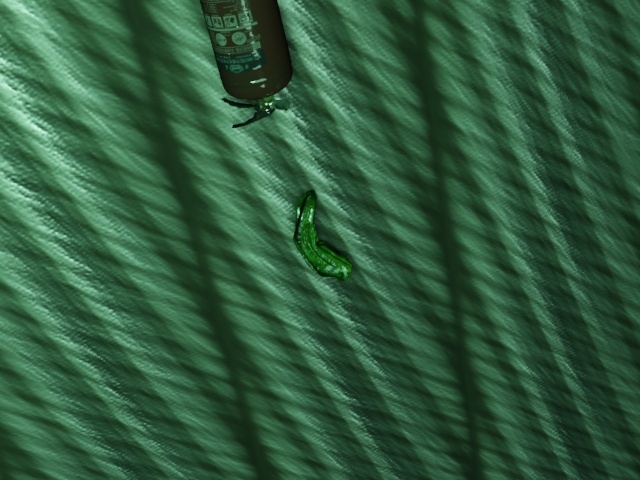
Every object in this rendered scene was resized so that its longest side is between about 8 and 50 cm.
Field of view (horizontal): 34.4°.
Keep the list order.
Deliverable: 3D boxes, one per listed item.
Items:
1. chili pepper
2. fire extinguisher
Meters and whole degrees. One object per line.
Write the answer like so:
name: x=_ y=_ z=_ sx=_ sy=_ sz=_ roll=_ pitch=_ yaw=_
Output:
chili pepper: x=-0.007 y=0.001 z=1.811 sx=0.073 sy=0.050 sz=0.182 roll=-25 pitch=121 yaw=5
fire extinguisher: x=-0.121 y=-0.322 z=1.560 sx=0.135 sy=0.114 sz=0.337 roll=4 pitch=125 yaw=27
